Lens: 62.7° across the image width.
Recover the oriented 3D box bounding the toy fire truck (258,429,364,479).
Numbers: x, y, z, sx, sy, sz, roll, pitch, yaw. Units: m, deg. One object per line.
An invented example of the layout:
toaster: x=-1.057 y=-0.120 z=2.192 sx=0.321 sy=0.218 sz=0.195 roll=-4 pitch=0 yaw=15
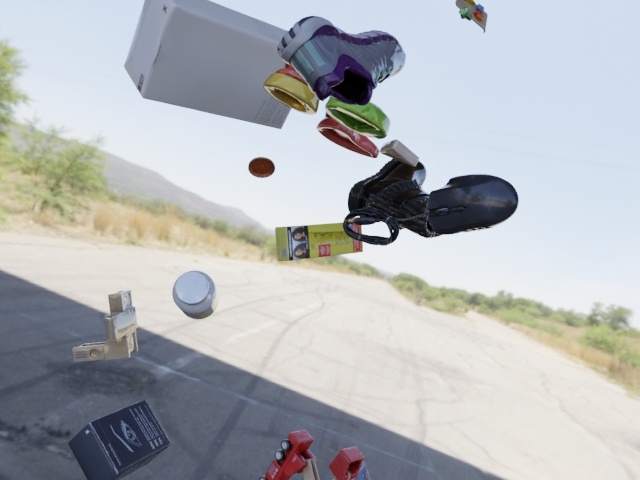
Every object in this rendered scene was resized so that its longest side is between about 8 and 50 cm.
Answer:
toy fire truck: x=-0.023 y=0.412 z=0.922 sx=0.135 sy=0.192 sz=0.047 roll=38 pitch=14 yaw=36

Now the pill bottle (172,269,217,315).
pill bottle: x=-0.301 y=0.130 z=1.267 sx=0.103 sy=0.103 sz=0.184 roll=17 pitch=-17 yaw=-2

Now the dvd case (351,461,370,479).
dvd case: x=0.065 y=0.678 z=1.253 sx=0.022 sy=0.181 sz=0.253 roll=-14 pitch=4 yaw=34

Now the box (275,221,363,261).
box: x=0.000 y=0.000 z=1.311 sx=0.232 sy=0.088 sz=0.058 roll=-4 pitch=2 yaw=-36

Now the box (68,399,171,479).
box: x=-0.535 y=0.545 z=1.413 sx=0.153 sy=0.108 sz=0.207 roll=53 pitch=20 yaw=16

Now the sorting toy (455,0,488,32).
sorting toy: x=0.210 y=-0.315 z=0.725 sx=0.062 sy=0.083 sz=0.012 roll=38 pitch=-46 yaw=-15

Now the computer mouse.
computer mouse: x=0.126 y=-0.033 z=0.667 sx=0.241 sy=0.071 sz=0.041 roll=-12 pitch=2 yaw=36

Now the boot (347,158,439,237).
boot: x=0.271 y=-0.124 z=1.459 sx=0.260 sy=0.131 sz=0.348 roll=16 pitch=37 yaw=37

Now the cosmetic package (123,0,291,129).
cosmetic package: x=-0.227 y=-0.416 z=1.224 sx=0.384 sy=0.217 sz=0.156 roll=6 pitch=37 yaw=-42

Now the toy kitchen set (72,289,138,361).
toy kitchen set: x=-0.283 y=0.112 z=0.669 sx=0.075 sy=0.084 sz=0.068 roll=-5 pitch=3 yaw=1

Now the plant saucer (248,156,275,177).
plant saucer: x=-0.180 y=-0.225 z=1.608 sx=0.083 sy=0.013 sz=0.084 roll=-3 pitch=-38 yaw=-2

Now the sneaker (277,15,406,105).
sneaker: x=0.046 y=-0.197 z=0.636 sx=0.223 sy=0.098 sz=0.083 roll=-15 pitch=-19 yaw=-48

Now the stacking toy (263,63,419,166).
stacking toy: x=0.072 y=-0.288 z=1.092 sx=0.279 sy=0.131 sz=0.309 roll=25 pitch=-2 yaw=38
